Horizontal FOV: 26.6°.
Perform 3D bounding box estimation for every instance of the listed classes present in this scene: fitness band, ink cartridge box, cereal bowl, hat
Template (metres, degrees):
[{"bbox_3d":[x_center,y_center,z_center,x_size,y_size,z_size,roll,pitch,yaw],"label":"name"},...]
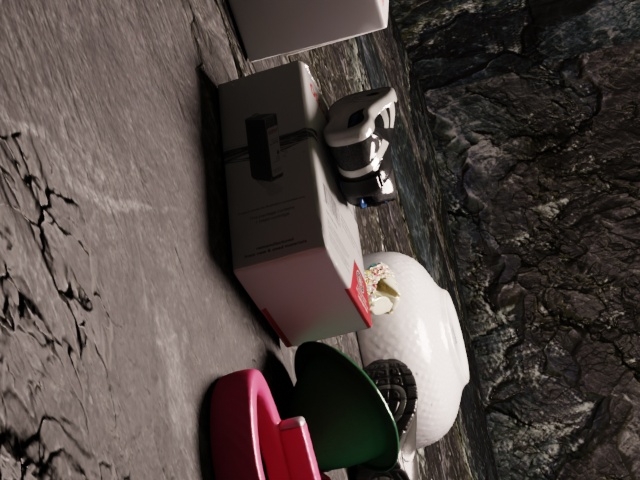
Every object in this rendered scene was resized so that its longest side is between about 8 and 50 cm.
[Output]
[{"bbox_3d":[-0.041,0.268,1.326,0.209,0.054,0.291,-8,84,-79],"label":"fitness band"},{"bbox_3d":[-0.035,-0.413,1.813,0.198,0.197,0.270,-82,157,-62],"label":"ink cartridge box"},{"bbox_3d":[0.162,0.175,2.268,0.339,0.141,0.339,-15,90,-79],"label":"cereal bowl"},{"bbox_3d":[-0.031,-0.043,1.600,0.197,0.114,0.273,60,20,-55],"label":"ink cartridge box"},{"bbox_3d":[-0.029,0.234,1.514,0.208,0.183,0.173,16,-50,52],"label":"hat"}]

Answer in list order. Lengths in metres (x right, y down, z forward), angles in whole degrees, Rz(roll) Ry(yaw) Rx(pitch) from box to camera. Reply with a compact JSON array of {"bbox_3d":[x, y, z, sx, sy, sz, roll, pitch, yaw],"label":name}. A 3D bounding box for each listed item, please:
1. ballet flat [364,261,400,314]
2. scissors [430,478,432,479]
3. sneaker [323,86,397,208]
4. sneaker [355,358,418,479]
[{"bbox_3d":[0.077,0.085,2.034,0.091,0.077,0.241,-67,164,12],"label":"ballet flat"},{"bbox_3d":[0.199,0.518,2.343,0.109,0.021,0.297,63,19,-46],"label":"scissors"},{"bbox_3d":[0.055,-0.106,1.638,0.217,0.079,0.121,-58,135,-65],"label":"sneaker"},{"bbox_3d":[0.089,0.303,1.877,0.130,0.109,0.286,72,19,-57],"label":"sneaker"}]
